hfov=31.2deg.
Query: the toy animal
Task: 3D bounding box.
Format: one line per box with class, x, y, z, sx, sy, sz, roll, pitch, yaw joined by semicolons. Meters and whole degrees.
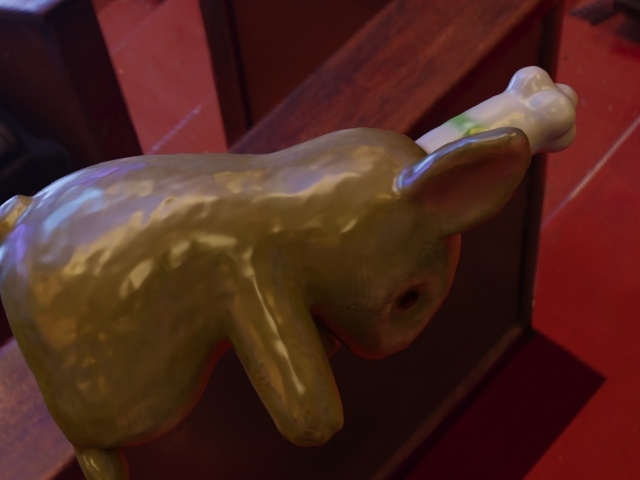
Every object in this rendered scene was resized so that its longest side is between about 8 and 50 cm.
toy animal;-0.003;0.019;0.683;0.363;0.180;0.181;-11;16;1
